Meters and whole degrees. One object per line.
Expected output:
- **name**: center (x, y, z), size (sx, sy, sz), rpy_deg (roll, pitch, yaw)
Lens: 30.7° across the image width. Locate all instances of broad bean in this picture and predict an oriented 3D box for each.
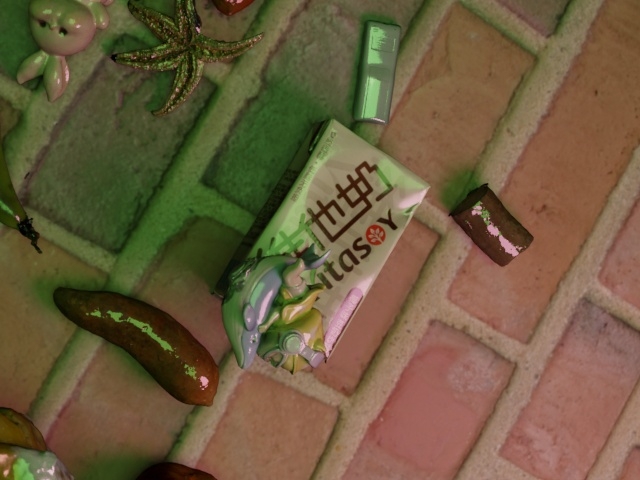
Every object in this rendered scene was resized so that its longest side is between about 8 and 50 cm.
- **broad bean**: center (-0.488, -0.128, 1.699), size (0.075, 0.067, 0.325), rpy_deg (-18, 101, 18)

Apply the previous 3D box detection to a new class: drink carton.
- **drink carton**: center (0.000, 0.001, 1.791), size (0.194, 0.132, 0.324), rpy_deg (32, 84, -14)

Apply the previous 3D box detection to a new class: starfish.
- **starfish**: center (-0.198, -0.290, 1.744), size (0.238, 0.057, 0.213), rpy_deg (4, 106, 7)

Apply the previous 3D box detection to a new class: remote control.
- **remote control**: center (0.091, -0.266, 1.847), size (0.061, 0.029, 0.162), rpy_deg (7, 91, -16)

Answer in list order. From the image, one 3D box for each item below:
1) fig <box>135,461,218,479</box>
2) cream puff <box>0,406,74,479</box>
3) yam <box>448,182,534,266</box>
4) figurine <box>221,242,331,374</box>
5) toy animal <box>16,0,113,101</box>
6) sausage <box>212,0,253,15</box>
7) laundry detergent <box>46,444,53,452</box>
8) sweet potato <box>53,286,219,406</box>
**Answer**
- **fig**: center (-0.233, 0.422, 1.745), size (0.202, 0.148, 0.149), rpy_deg (-46, 137, -20)
- **cream puff**: center (-0.518, 0.383, 1.563), size (0.378, 0.275, 0.378), rpy_deg (0, 90, 16)
- **yam**: center (0.279, -0.022, 1.885), size (0.084, 0.084, 0.127), rpy_deg (-45, 99, -8)
- **figurine**: center (-0.053, 0.095, 1.653), size (0.184, 0.128, 0.208), rpy_deg (40, 86, -15)
- **toy animal**: center (-0.373, -0.311, 1.685), size (0.124, 0.124, 0.212), rpy_deg (22, 84, -14)
- **sausage**: center (-0.106, -0.422, 1.766), size (0.089, 0.089, 0.179), rpy_deg (38, 81, -13)
- **laundry detergent**: center (-0.433, 0.436, 1.726), size (0.143, 0.094, 0.290), rpy_deg (3, 93, -4)
- **sweet potato**: center (-0.267, 0.144, 1.757), size (0.292, 0.097, 0.097), rpy_deg (37, 84, -4)
